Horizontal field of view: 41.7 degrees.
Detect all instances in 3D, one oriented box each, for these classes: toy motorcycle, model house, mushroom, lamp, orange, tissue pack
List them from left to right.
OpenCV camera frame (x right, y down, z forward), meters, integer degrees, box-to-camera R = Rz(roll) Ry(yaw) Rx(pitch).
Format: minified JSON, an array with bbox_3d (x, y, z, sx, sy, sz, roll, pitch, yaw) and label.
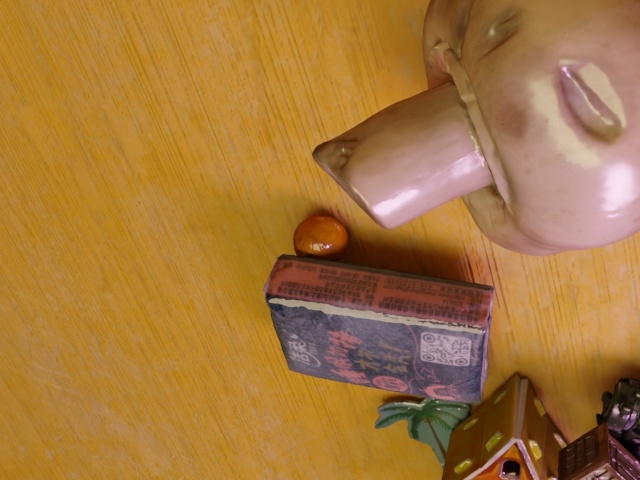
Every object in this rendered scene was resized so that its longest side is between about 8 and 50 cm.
[{"bbox_3d":[0.000,0.000,1.238,0.083,0.070,0.083,15,145,11],"label":"orange"},{"bbox_3d":[0.090,0.135,1.237,0.316,0.103,0.228,8,143,14],"label":"tissue pack"},{"bbox_3d":[0.221,0.386,1.288,0.340,0.300,0.323,9,119,14],"label":"model house"},{"bbox_3d":[0.212,-0.115,0.858,0.325,0.353,0.353,34,135,-30],"label":"mushroom"},{"bbox_3d":[0.485,0.318,1.217,0.205,0.127,0.275,18,127,8],"label":"toy motorcycle"},{"bbox_3d":[0.467,0.395,1.146,0.325,0.089,0.090,43,119,-7],"label":"lamp"}]
